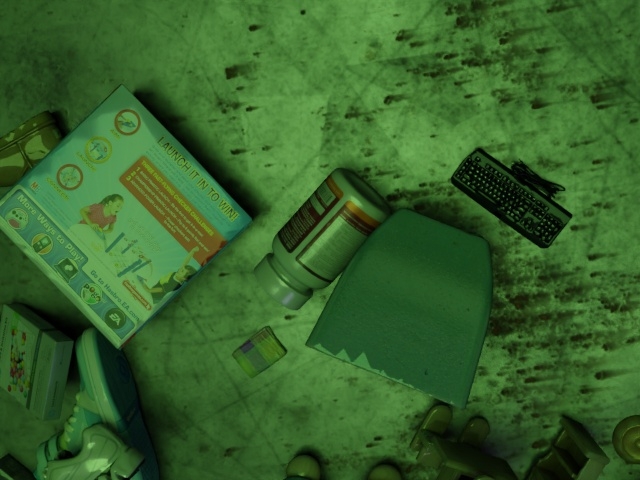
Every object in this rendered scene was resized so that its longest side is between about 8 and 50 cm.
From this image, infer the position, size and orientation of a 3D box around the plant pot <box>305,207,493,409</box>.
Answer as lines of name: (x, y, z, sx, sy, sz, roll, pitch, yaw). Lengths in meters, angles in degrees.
plant pot: (0.146, 0.095, 1.611, 0.247, 0.247, 0.252, 22, 85, 7)

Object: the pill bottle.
pill bottle: (0.000, 0.000, 1.674, 0.121, 0.121, 0.221, 43, 105, 2)

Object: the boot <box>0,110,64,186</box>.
boot: (-0.479, -0.052, 1.777, 0.236, 0.089, 0.270, -30, 94, 15)

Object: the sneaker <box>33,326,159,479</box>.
sneaker: (-0.421, 0.319, 1.809, 0.208, 0.127, 0.319, -13, 96, 12)

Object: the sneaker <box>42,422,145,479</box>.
sneaker: (-0.423, 0.422, 1.732, 0.118, 0.110, 0.292, 45, 98, -1)

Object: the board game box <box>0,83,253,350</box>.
board game box: (-0.321, -0.038, 1.699, 0.302, 0.086, 0.308, -43, 93, -2)

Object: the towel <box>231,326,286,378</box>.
towel: (-0.104, 0.192, 1.785, 0.083, 0.009, 0.060, -38, 91, 15)

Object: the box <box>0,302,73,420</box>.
box: (-0.499, 0.206, 1.800, 0.186, 0.038, 0.145, 25, 107, 43)

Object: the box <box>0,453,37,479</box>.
box: (-0.540, 0.532, 1.903, 0.231, 0.056, 0.183, 38, 105, 2)

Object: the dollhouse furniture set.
dollhouse furniture set: (0.297, 0.345, 1.636, 0.242, 0.212, 0.161, 22, 105, -20)

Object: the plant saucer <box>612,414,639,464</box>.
plant saucer: (0.514, 0.324, 1.684, 0.083, 0.015, 0.084, 2, 100, 10)

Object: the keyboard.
keyboard: (0.306, -0.075, 1.646, 0.192, 0.038, 0.100, 35, 104, 3)

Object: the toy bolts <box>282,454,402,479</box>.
toy bolts: (0.026, 0.462, 1.768, 0.228, 0.159, 0.218, 15, 143, -2)
